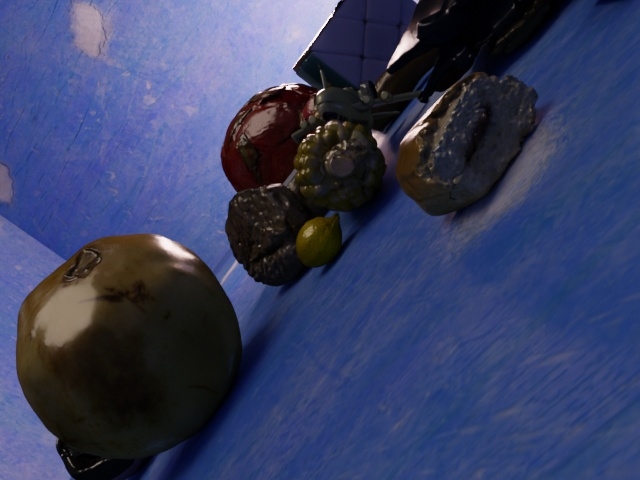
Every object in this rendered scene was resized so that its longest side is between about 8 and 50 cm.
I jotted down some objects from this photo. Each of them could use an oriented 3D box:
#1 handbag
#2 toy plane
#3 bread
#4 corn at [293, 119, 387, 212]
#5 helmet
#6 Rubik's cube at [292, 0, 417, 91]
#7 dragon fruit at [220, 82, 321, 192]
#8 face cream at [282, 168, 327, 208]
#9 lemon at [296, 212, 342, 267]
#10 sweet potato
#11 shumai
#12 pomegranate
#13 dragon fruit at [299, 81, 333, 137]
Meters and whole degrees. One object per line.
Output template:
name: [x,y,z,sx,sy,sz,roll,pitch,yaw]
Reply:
handbag: [0.236,-0.342,0.910,0.303,0.122,0.329,-45,11,39]
toy plane: [0.045,-0.214,1.194,0.241,0.104,0.256,-15,-13,20]
bread: [0.119,-0.087,0.634,0.125,0.082,0.106,-59,16,-18]
corn: [0.027,-0.108,1.076,0.130,0.130,0.347,-53,3,3]
helmet: [-0.366,0.341,1.345,0.253,0.154,0.198,-47,42,-15]
Rubik's cube: [0.103,-0.404,1.550,0.221,0.231,0.224,-55,10,-5]
dragon fruit: [-0.072,-0.202,1.572,0.277,0.277,0.342,-57,18,-22]
face cream: [-0.039,-0.079,1.432,0.345,0.102,0.102,-48,10,38]
lemon: [0.000,0.000,1.009,0.092,0.065,0.065,-52,8,24]
sweet potato: [0.153,-0.303,1.391,0.244,0.077,0.077,-50,9,12]
shumai: [-0.052,-0.029,1.216,0.175,0.166,0.206,-32,-4,-34]
pomegranate: [-0.278,0.156,1.073,0.332,0.332,0.332,-52,8,11]
dragon fruit: [0.017,-0.222,1.375,0.126,0.112,0.068,-47,36,33]
